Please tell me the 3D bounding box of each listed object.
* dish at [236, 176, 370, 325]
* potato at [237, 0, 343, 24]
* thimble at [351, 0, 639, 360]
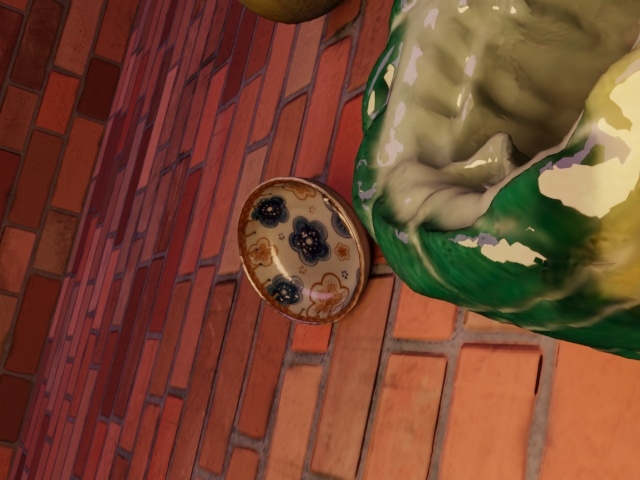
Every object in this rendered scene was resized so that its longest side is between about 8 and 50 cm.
[{"bbox_3d":[0.000,0.000,0.789,0.141,0.078,0.141,15,117,32],"label":"dish"},{"bbox_3d":[-0.009,-0.366,0.948,0.251,0.174,0.159,-48,24,17],"label":"potato"},{"bbox_3d":[0.146,-0.078,0.398,0.288,0.167,0.254,-16,61,64],"label":"thimble"}]
